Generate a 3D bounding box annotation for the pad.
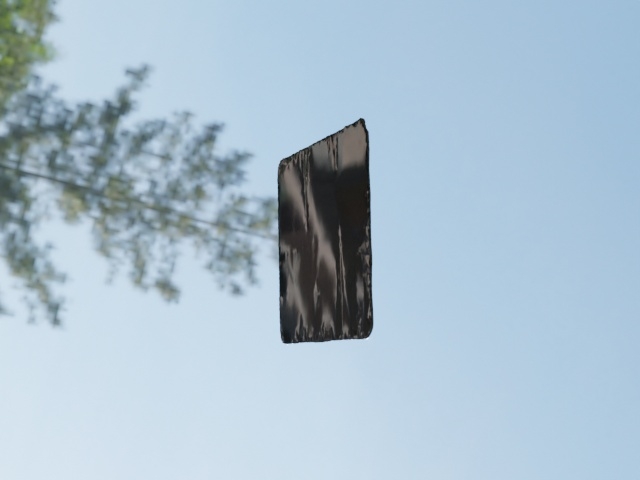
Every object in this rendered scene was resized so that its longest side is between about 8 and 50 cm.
[{"bbox_3d":[0.000,0.000,0.718,0.157,0.003,0.112,165,-75,-71],"label":"pad"}]
